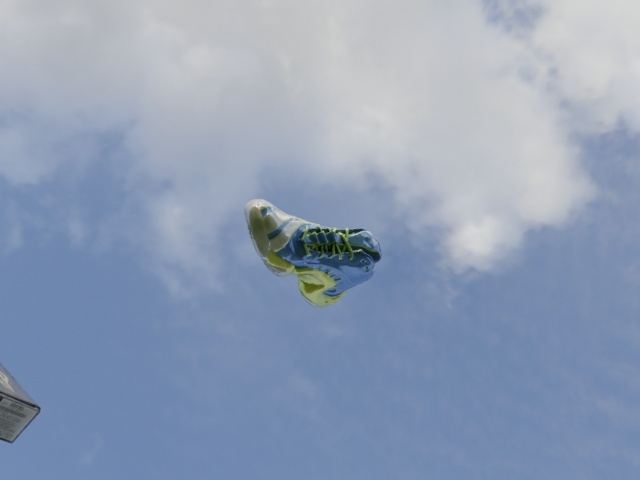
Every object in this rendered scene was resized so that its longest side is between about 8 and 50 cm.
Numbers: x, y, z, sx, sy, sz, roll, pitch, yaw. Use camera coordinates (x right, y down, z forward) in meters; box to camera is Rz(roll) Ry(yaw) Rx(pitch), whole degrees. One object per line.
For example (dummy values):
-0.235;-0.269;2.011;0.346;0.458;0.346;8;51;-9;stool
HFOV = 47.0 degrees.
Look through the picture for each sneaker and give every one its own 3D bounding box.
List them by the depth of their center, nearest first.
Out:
0.000;0.000;0.923;0.126;0.240;0.091;-25;-120;10;sneaker

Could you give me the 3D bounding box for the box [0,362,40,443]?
-0.577;0.141;1.035;0.296;0.293;0.073;33;-103;35;box
